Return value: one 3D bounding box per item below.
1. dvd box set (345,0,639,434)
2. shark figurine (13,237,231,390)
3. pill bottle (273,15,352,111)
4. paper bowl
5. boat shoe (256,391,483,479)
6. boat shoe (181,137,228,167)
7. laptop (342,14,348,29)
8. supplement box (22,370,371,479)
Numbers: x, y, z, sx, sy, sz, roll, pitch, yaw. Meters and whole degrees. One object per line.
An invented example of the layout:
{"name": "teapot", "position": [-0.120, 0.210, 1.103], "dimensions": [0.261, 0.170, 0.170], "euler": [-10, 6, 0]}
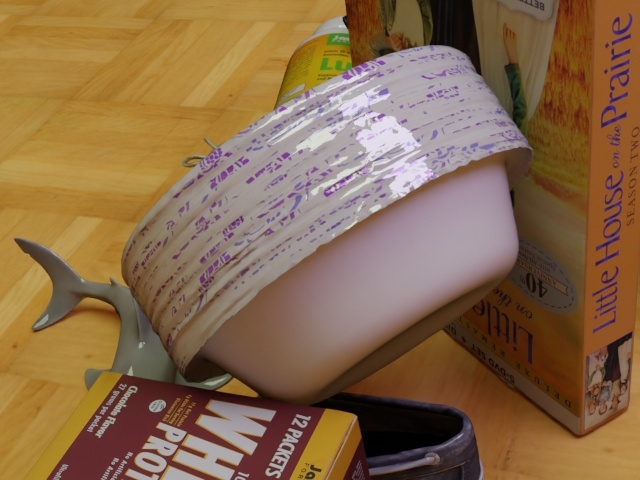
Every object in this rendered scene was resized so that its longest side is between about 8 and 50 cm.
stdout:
{"name": "dvd box set", "position": [0.129, -0.086, 0.853], "dimensions": [0.062, 0.420, 0.307], "euler": [-24, 39, -22]}
{"name": "shark figurine", "position": [-0.187, 0.070, 0.996], "dimensions": [0.166, 0.116, 0.278], "euler": [-21, 39, -15]}
{"name": "pill bottle", "position": [0.020, -0.160, 1.220], "dimensions": [0.136, 0.136, 0.245], "euler": [-3, 37, 11]}
{"name": "paper bowl", "position": [0.020, 0.008, 0.729], "dimensions": [0.284, 0.284, 0.148], "euler": [-28, 76, -21]}
{"name": "boat shoe", "position": [-0.025, 0.160, 0.834], "dimensions": [0.301, 0.102, 0.108], "euler": [3, 39, 19]}
{"name": "boat shoe", "position": [-0.103, -0.036, 1.129], "dimensions": [0.104, 0.089, 0.285], "euler": [-7, 36, 7]}
{"name": "laptop", "position": [0.199, -0.203, 1.197], "dimensions": [0.264, 0.136, 0.234], "euler": [15, 33, 31]}
{"name": "supplement box", "position": [-0.070, 0.211, 0.700], "dimensions": [0.191, 0.194, 0.129], "euler": [6, 39, 22]}
